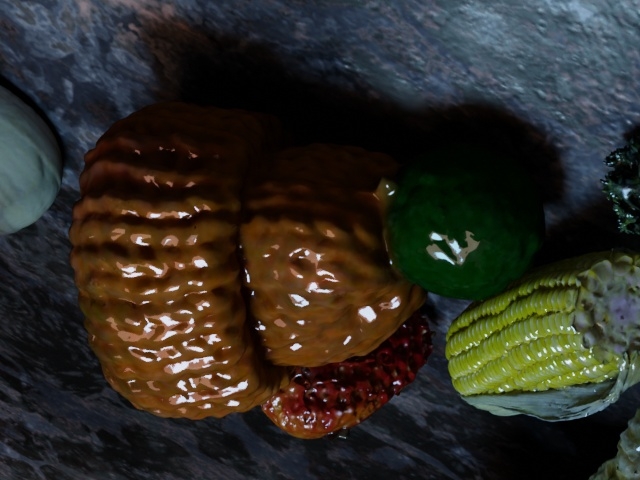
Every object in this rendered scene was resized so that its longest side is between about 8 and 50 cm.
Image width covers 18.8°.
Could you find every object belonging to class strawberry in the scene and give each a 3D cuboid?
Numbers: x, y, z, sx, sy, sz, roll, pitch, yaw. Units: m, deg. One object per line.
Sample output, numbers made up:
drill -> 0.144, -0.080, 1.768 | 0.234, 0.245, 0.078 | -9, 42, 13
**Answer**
strawberry -> 0.020, 0.106, 1.813 | 0.121, 0.188, 0.082 | 37, 153, 39

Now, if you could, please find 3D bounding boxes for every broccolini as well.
broccolini -> 0.293, 0.029, 1.464 | 0.254, 0.057, 0.071 | 60, 169, 18

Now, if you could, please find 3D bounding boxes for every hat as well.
hat -> 0.000, 0.000, 1.677 | 0.400, 0.285, 0.285 | -7, 138, 11

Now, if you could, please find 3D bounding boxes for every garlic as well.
garlic -> -0.326, -0.094, 1.905 | 0.115, 0.128, 0.206 | -19, 119, 23

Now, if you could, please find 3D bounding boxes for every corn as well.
corn -> 0.203, 0.078, 1.624 | 0.122, 0.123, 0.305 | 61, 159, -1

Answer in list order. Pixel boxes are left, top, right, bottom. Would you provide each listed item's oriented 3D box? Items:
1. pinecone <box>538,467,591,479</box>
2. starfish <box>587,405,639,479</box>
pinecone -> 0.265, 0.408, 1.846 | 0.398, 0.397, 0.397 | 22, 148, 15
starfish -> 0.345, 0.206, 1.531 | 0.324, 0.082, 0.432 | 53, 130, 25
